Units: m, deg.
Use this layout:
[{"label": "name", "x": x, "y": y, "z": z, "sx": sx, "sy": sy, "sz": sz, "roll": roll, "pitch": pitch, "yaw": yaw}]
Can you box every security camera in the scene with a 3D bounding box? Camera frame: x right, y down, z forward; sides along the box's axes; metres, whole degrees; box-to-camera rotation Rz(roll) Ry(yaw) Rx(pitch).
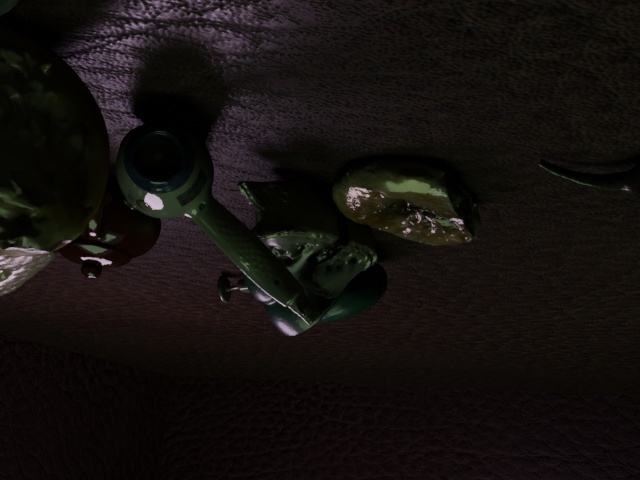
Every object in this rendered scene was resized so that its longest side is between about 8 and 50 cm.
[{"label": "security camera", "x": -0.152, "y": 0.088, "z": 1.909, "sx": 0.092, "sy": 0.058, "sz": 0.058, "roll": -11, "pitch": 160, "yaw": 17}]

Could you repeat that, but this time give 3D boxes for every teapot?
[{"label": "teapot", "x": -0.323, "y": -0.015, "z": 1.414, "sx": 0.178, "sy": 0.135, "sz": 0.252, "roll": 6, "pitch": 167, "yaw": -10}]

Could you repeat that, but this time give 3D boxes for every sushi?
[{"label": "sushi", "x": -0.004, "y": -0.020, "z": 1.307, "sx": 0.109, "sy": 0.134, "sz": 0.273, "roll": -12, "pitch": 144, "yaw": 19}]

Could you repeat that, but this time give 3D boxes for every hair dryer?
[{"label": "hair dryer", "x": -0.142, "y": -0.028, "z": 1.197, "sx": 0.298, "sy": 0.119, "sz": 0.296, "roll": 49, "pitch": 173, "yaw": -19}]

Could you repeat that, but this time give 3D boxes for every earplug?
[{"label": "earplug", "x": -0.010, "y": 0.049, "z": 1.547, "sx": 0.164, "sy": 0.257, "sz": 0.280, "roll": -35, "pitch": 123, "yaw": 27}]

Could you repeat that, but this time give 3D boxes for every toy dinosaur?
[{"label": "toy dinosaur", "x": 0.344, "y": -0.093, "z": 1.009, "sx": 0.179, "sy": 0.087, "sz": 0.187, "roll": 41, "pitch": 154, "yaw": 15}]

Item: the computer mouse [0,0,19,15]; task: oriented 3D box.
[{"label": "computer mouse", "x": -0.286, "y": -0.213, "z": 0.754, "sx": 0.126, "sy": 0.071, "sz": 0.231, "roll": 19, "pitch": 161, "yaw": -38}]

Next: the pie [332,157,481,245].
[{"label": "pie", "x": 0.105, "y": -0.048, "z": 1.236, "sx": 0.185, "sy": 0.052, "sz": 0.218, "roll": 6, "pitch": 164, "yaw": 29}]

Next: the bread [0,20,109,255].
[{"label": "bread", "x": -0.371, "y": -0.112, "z": 0.949, "sx": 0.315, "sy": 0.211, "sz": 0.270, "roll": 24, "pitch": 168, "yaw": -29}]

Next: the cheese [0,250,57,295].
[{"label": "cheese", "x": -0.524, "y": 0.023, "z": 1.293, "sx": 0.326, "sy": 0.115, "sz": 0.318, "roll": -22, "pitch": 168, "yaw": -2}]
